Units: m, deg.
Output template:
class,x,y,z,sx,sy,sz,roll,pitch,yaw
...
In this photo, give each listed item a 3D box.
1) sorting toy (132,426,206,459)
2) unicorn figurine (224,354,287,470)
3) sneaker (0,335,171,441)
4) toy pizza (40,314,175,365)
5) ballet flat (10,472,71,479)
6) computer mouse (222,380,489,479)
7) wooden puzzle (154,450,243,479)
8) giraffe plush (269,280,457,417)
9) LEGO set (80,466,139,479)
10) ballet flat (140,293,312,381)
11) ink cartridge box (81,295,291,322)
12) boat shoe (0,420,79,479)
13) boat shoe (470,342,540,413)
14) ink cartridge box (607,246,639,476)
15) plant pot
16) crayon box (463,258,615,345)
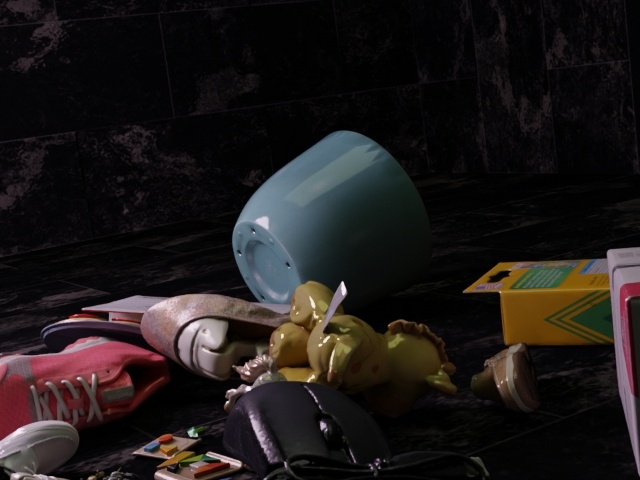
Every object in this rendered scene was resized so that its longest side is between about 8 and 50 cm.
class,x,y,z,sx,sy,sz,roll,pitch,yaw
sorting toy,-0.168,0.229,1.208,0.062,0.012,0.083,-3,10,30
unicorn figurine,-0.037,0.191,1.089,0.111,0.162,0.060,-35,-4,36
sneaker,-0.304,0.182,1.299,0.136,0.116,0.314,-1,10,29
toy pizza,-0.294,0.140,1.502,0.201,0.032,0.201,4,-24,2
ballet flat,-0.303,0.254,1.027,0.057,0.052,0.168,0,11,43
computer mouse,0.003,0.164,0.898,0.188,0.072,0.272,3,1,-24
wooden puzzle,-0.129,0.239,1.108,0.116,0.014,0.078,1,12,42
giraffe plush,0.055,0.135,1.191,0.170,0.181,0.210,15,-39,-22
LEGO set,-0.220,0.248,1.094,0.083,0.023,0.054,-2,10,32
ballet flat,-0.085,0.136,1.337,0.316,0.108,0.106,5,22,7
ink cartridge box,-0.179,0.123,1.547,0.275,0.060,0.239,3,3,9
boat shoe,-0.330,0.243,1.106,0.184,0.066,0.063,-11,23,-39
boat shoe,0.206,0.163,1.196,0.072,0.068,0.190,-18,-4,12
ink cartridge box,0.343,0.108,1.032,0.100,0.172,0.237,-5,9,12
plant pot,0.000,0.000,1.743,0.235,0.293,0.293,-31,20,-30
crayon box,0.385,0.082,1.473,0.323,0.083,0.203,-3,10,25
